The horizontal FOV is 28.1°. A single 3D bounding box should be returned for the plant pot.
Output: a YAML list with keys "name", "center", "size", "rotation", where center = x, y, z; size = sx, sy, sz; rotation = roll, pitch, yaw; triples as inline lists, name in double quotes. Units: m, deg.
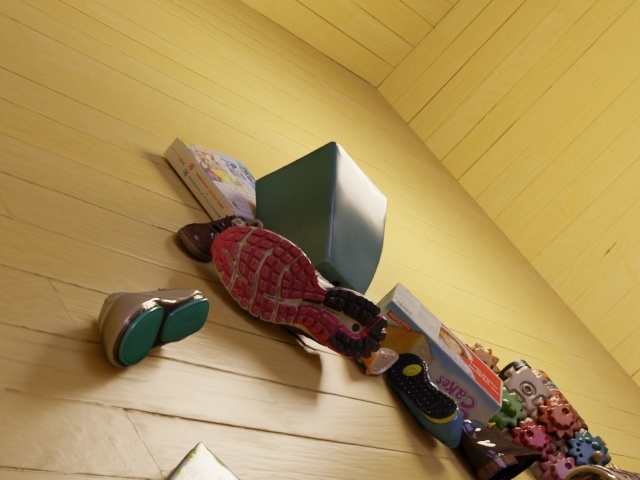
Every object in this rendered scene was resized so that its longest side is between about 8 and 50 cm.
- name: "plant pot"
  center: [0.000, 0.000, 2.067]
  size: [0.166, 0.165, 0.234]
  rotation: [46, 31, -35]

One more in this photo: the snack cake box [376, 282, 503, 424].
- name: "snack cake box"
  center: [0.195, 0.205, 2.219]
  size: [0.264, 0.089, 0.152]
  rotation: [44, 12, 0]

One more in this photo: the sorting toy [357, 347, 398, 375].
- name: "sorting toy"
  center: [0.073, 0.179, 2.062]
  size: [0.075, 0.045, 0.083]
  rotation: [43, 13, 25]

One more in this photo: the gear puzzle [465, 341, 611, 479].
- name: "gear puzzle"
  center: [0.388, 0.309, 2.358]
  size: [0.175, 0.044, 0.339]
  rotation: [-30, 70, -35]

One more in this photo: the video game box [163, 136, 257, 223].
- name: "video game box"
  center: [-0.151, -0.079, 2.162]
  size: [0.187, 0.048, 0.205]
  rotation: [54, 17, 24]

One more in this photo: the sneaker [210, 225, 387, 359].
- name: "sneaker"
  center: [-0.045, 0.085, 1.894]
  size: [0.299, 0.121, 0.112]
  rotation: [37, -13, -24]

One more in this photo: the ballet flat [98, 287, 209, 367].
- name: "ballet flat"
  center: [-0.210, 0.092, 1.475]
  size: [0.086, 0.086, 0.248]
  rotation: [47, 13, 10]

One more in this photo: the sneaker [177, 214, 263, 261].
- name: "sneaker"
  center: [-0.150, -0.014, 1.925]
  size: [0.066, 0.071, 0.188]
  rotation: [48, 14, 15]

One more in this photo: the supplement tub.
- name: "supplement tub"
  center: [0.425, 0.324, 2.483]
  size: [0.106, 0.106, 0.198]
  rotation: [26, 22, -51]

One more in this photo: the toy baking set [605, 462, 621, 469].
- name: "toy baking set"
  center: [0.597, 0.507, 2.601]
  size: [0.197, 0.030, 0.256]
  rotation: [38, 14, -10]

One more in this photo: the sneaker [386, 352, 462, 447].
- name: "sneaker"
  center: [0.166, 0.260, 2.063]
  size: [0.209, 0.069, 0.082]
  rotation: [49, -21, 55]

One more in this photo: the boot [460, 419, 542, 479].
- name: "boot"
  center: [0.296, 0.341, 2.125]
  size: [0.106, 0.082, 0.219]
  rotation: [53, 18, 21]

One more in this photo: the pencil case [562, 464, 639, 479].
- name: "pencil case"
  center: [0.531, 0.464, 2.057]
  size: [0.410, 0.183, 0.160]
  rotation: [17, 45, -40]

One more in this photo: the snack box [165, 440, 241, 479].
- name: "snack box"
  center: [-0.114, 0.268, 1.282]
  size: [0.100, 0.037, 0.141]
  rotation: [43, 14, 0]
